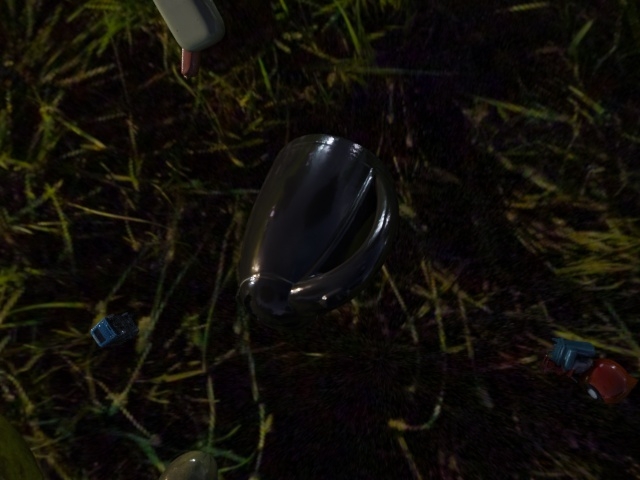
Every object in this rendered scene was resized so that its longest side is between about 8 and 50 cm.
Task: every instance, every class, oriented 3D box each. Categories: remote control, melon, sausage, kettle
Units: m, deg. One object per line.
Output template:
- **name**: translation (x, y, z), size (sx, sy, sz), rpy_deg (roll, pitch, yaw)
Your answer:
- **remote control**: translation (-0.240, -0.418, 1.114), size (0.090, 0.038, 0.310), rpy_deg (-16, 114, 34)
- **melon**: translation (-0.237, 0.434, 1.372), size (0.098, 0.098, 0.131), rpy_deg (33, 72, 8)
- **sausage**: translation (-0.212, -0.340, 1.275), size (0.035, 0.030, 0.147), rpy_deg (4, 94, 21)
- **kettle**: translation (0.000, 0.000, 1.147), size (0.268, 0.207, 0.290), rpy_deg (-15, 37, 39)

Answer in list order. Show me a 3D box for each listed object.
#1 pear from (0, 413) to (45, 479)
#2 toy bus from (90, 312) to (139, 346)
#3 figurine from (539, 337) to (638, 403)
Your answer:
- **pear**: translation (-0.460, 0.280, 0.730), size (0.413, 0.352, 0.352), rpy_deg (9, 82, 12)
- **toy bus**: translation (-0.327, 0.144, 1.234), size (0.046, 0.083, 0.038), rpy_deg (-39, 81, 8)
- **figurine**: translation (0.421, 0.203, 1.206), size (0.140, 0.068, 0.075), rpy_deg (24, 100, 13)
